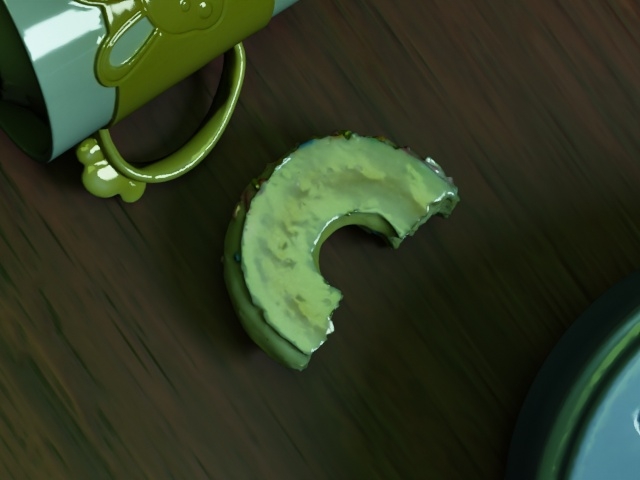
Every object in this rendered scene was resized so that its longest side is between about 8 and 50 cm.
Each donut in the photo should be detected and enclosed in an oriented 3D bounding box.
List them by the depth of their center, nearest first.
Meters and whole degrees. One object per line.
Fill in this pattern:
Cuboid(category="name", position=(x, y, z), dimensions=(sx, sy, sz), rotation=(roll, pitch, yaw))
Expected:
Cuboid(category="donut", position=(-0.001, -0.005, 1.207), dimensions=(0.108, 0.065, 0.166), rotation=(43, 77, 1))

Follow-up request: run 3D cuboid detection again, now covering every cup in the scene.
Cuboid(category="cup", position=(-0.119, -0.150, 1.178), dimensions=(0.226, 0.185, 0.241), rotation=(-30, 119, -19))

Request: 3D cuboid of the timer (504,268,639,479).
Cuboid(category="timer", position=(0.276, 0.180, 1.151), dimensions=(0.395, 0.173, 0.395), rotation=(0, 95, -4))
